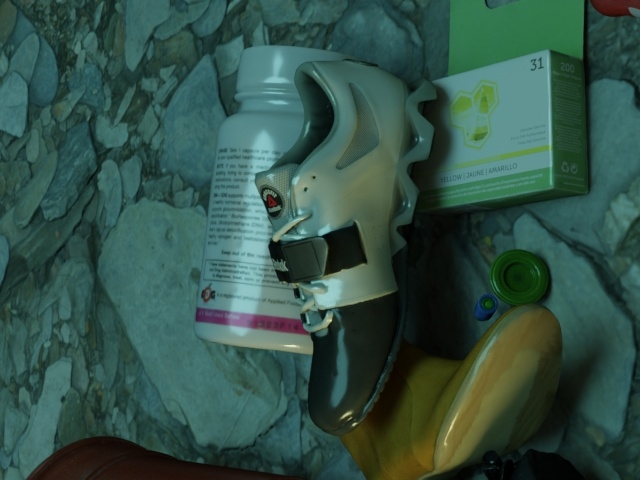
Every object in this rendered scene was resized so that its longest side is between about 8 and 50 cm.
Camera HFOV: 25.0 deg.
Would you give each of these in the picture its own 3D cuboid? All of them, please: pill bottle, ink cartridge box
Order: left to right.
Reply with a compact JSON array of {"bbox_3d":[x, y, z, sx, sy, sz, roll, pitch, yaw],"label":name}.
[{"bbox_3d":[-0.028,-0.036,1.393,0.160,0.160,0.283,3,86,49],"label":"pill bottle"},{"bbox_3d":[0.157,-0.147,1.283,0.171,0.056,0.235,-9,78,49],"label":"ink cartridge box"}]

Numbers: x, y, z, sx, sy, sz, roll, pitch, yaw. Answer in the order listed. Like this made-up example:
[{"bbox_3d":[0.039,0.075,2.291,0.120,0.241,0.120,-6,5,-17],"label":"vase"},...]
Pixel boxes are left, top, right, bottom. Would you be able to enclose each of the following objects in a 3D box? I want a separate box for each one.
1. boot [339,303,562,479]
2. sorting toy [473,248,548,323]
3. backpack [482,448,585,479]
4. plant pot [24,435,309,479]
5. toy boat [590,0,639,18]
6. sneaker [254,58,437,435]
[{"bbox_3d":[0.089,0.123,1.242,0.211,0.104,0.295,53,137,45],"label":"boot"},{"bbox_3d":[0.163,0.061,1.245,0.042,0.061,0.102,103,171,-71],"label":"sorting toy"},{"bbox_3d":[0.157,0.274,1.155,0.182,0.115,0.152,-53,36,30],"label":"backpack"},{"bbox_3d":[-0.123,0.324,1.379,0.265,0.272,0.272,-7,78,40],"label":"plant pot"},{"bbox_3d":[0.304,-0.160,1.072,0.231,0.151,0.151,36,139,47],"label":"toy boat"},{"bbox_3d":[0.000,0.000,1.255,0.122,0.146,0.331,-18,61,61],"label":"sneaker"}]
